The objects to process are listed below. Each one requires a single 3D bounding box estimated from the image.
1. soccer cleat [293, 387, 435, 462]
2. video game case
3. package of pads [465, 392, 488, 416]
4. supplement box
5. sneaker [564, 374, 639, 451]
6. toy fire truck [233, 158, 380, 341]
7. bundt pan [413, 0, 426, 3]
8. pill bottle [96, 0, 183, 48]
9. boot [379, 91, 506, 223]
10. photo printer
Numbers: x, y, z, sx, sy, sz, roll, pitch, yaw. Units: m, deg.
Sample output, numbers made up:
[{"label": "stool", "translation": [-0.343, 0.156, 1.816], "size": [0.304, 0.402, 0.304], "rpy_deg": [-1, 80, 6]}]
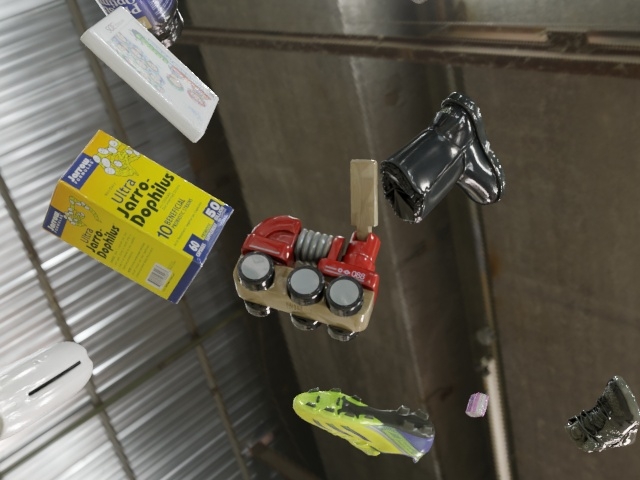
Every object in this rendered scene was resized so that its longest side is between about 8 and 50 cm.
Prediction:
[{"label": "soccer cleat", "translation": [0.081, 0.370, 1.577], "size": [0.289, 0.093, 0.121], "rpy_deg": [15, -66, -9]}, {"label": "video game case", "translation": [-0.183, -0.189, 0.903], "size": [0.019, 0.143, 0.157], "rpy_deg": [-41, -71, 18]}, {"label": "package of pads", "translation": [0.362, 0.381, 1.865], "size": [0.032, 0.050, 0.083], "rpy_deg": [21, -14, 4]}, {"label": "supplement box", "translation": [-0.418, -0.051, 1.855], "size": [0.357, 0.194, 0.195], "rpy_deg": [31, -42, -8]}, {"label": "sneaker", "translation": [0.566, 0.359, 1.623], "size": [0.227, 0.130, 0.087], "rpy_deg": [73, -2, -51]}, {"label": "toy fire truck", "translation": [0.000, 0.000, 1.273], "size": [0.217, 0.246, 0.158], "rpy_deg": [15, -30, 11]}, {"label": "bundt pan", "translation": [0.201, -0.576, 1.456], "size": [0.331, 0.124, 0.330], "rpy_deg": [-5, -101, 29]}, {"label": "pill bottle", "translation": [-0.308, -0.413, 1.325], "size": [0.123, 0.123, 0.219], "rpy_deg": [39, -10, 27]}, {"label": "boot", "translation": [0.205, -0.099, 1.370], "size": [0.094, 0.207, 0.246], "rpy_deg": [26, -26, 43]}, {"label": "photo printer", "translation": [-0.582, 0.294, 1.473], "size": [0.308, 0.256, 0.107], "rpy_deg": [-24, -85, 27]}]
